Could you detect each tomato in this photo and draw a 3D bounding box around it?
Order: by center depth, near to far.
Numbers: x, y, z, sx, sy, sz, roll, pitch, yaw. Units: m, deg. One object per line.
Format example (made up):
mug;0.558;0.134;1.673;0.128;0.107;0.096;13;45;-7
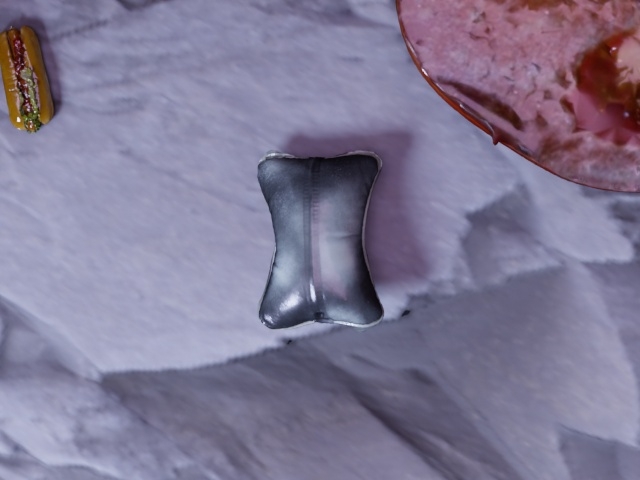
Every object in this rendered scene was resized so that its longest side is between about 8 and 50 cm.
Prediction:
tomato;0.214;-0.192;1.324;0.338;0.144;0.338;0;91;1

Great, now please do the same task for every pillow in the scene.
pillow;-0.001;0.000;1.384;0.091;0.055;0.136;-3;86;37

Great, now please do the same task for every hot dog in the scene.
hot dog;-0.226;-0.122;1.426;0.037;0.021;0.083;-15;87;6
